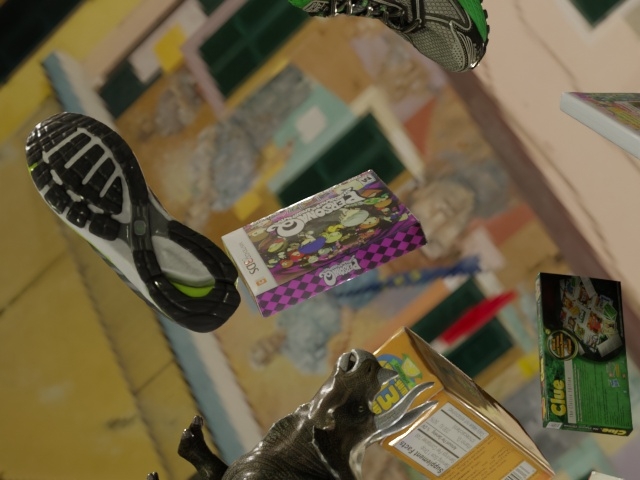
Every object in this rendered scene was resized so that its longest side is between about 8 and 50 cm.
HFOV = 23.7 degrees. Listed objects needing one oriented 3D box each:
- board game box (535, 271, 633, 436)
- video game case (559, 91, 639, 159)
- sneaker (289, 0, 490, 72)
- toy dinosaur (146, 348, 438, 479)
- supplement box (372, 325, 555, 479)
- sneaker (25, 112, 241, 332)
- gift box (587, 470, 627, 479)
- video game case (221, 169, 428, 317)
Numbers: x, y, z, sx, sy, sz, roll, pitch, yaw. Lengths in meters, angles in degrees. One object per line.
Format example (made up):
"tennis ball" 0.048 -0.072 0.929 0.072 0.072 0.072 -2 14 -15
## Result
"board game box" 0.400 0.171 2.327 0.136 0.030 0.260 9 -123 -8
"video game case" 0.276 -0.085 1.146 0.143 0.019 0.157 -1 -160 -16
"sneaker" 0.037 -0.287 1.710 0.343 0.134 0.146 32 -118 -12
"toy dinosaur" -0.043 0.221 1.044 0.160 0.314 0.121 19 -163 11
"supplement box" 0.113 0.162 1.306 0.233 0.080 0.078 43 -170 -49
"sneaker" -0.208 -0.009 1.636 0.300 0.111 0.121 49 163 7
"gift box" 0.474 0.456 1.949 0.276 0.255 0.258 30 167 -34
"video game case" 0.000 0.000 1.992 0.210 0.232 0.042 -125 12 -63
